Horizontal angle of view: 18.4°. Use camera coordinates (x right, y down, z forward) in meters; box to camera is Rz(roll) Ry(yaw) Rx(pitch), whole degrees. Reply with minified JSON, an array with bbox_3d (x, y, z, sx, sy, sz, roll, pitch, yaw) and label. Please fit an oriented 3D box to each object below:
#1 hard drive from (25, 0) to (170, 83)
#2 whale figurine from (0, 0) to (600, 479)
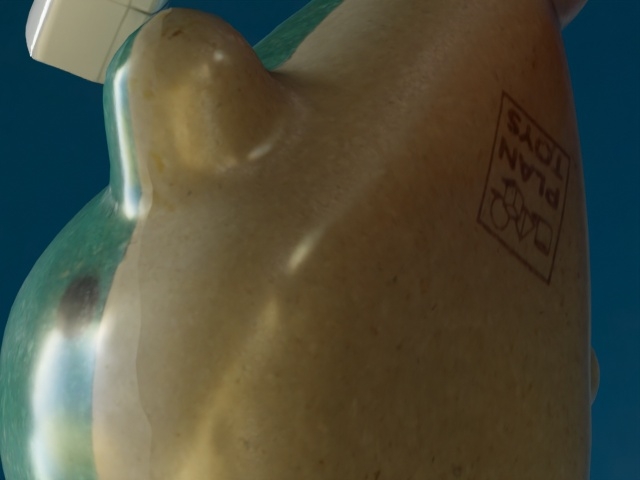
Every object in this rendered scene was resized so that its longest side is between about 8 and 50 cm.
[{"bbox_3d":[-0.007,-0.252,0.655,0.047,0.233,0.353,21,-53,-9],"label":"hard drive"},{"bbox_3d":[0.000,0.000,0.579,0.141,0.272,0.216,-3,-28,40],"label":"whale figurine"}]
